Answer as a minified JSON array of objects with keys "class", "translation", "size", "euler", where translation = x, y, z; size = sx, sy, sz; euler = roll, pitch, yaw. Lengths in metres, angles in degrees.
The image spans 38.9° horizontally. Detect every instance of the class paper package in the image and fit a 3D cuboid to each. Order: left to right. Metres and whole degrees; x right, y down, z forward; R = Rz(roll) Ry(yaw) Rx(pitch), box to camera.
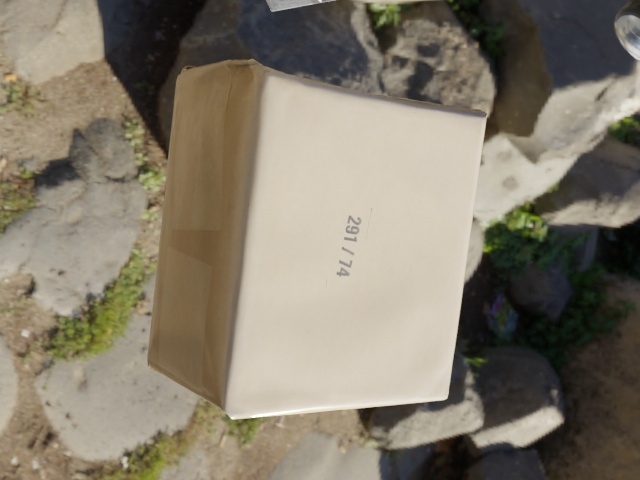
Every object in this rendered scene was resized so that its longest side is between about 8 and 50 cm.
[{"class":"paper package","translation":[0.000,0.000,0.941],"size":[0.310,0.168,0.324],"euler":[4,96,-37]}]

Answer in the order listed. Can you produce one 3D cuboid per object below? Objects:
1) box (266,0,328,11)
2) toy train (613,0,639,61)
[{"class":"box","translation":[0.007,-0.280,0.638],"size":[0.231,0.183,0.056],"euler":[59,36,-45]},{"class":"toy train","translation":[0.335,-0.262,0.615],"size":[0.334,0.142,0.190],"euler":[-43,163,-6]}]
